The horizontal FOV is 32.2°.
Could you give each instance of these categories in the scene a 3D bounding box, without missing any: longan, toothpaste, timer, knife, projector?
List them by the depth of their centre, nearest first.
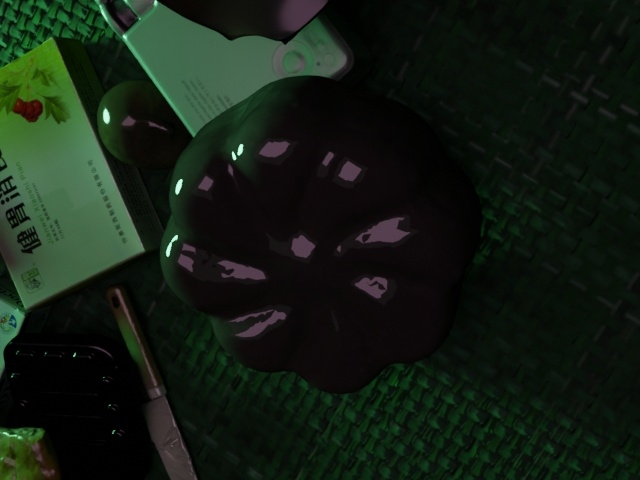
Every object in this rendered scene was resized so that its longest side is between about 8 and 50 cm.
[{"bbox_3d":[-0.092,-0.221,1.137,0.192,0.099,0.257,-39,83,18],"label":"projector"},{"bbox_3d":[-0.184,-0.121,1.176,0.113,0.113,0.092,33,82,14],"label":"longan"},{"bbox_3d":[-0.273,0.191,1.257,0.144,0.055,0.187,1,113,17],"label":"timer"},{"bbox_3d":[-0.188,0.191,1.261,0.047,0.017,0.298,-21,92,23],"label":"knife"},{"bbox_3d":[-0.424,0.207,1.323,0.081,0.067,0.337,28,105,12],"label":"toothpaste"}]

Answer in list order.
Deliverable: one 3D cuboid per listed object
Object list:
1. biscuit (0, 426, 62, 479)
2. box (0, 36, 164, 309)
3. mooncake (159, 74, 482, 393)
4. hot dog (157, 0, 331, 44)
[{"bbox_3d":[-0.389,0.211,1.250,0.174,0.039,0.183,-23,91,27],"label":"biscuit"},{"bbox_3d":[-0.301,-0.074,1.247,0.175,0.062,0.261,-25,88,21],"label":"box"},{"bbox_3d":[0.000,0.000,1.051,0.306,0.154,0.306,3,116,7],"label":"mooncake"},{"bbox_3d":[-0.098,-0.303,1.019,0.326,0.107,0.194,46,110,12],"label":"hot dog"}]
